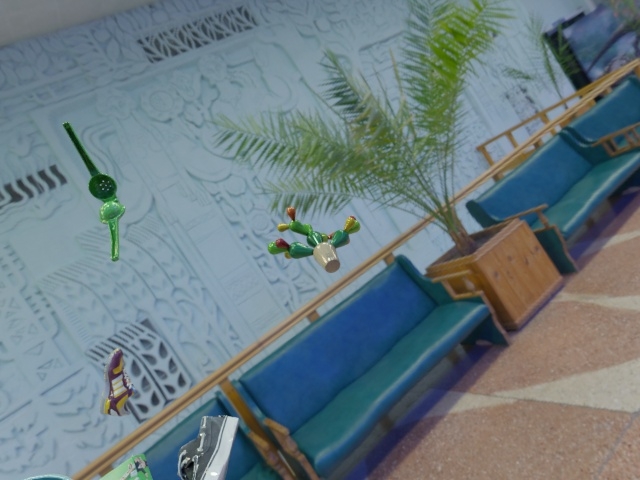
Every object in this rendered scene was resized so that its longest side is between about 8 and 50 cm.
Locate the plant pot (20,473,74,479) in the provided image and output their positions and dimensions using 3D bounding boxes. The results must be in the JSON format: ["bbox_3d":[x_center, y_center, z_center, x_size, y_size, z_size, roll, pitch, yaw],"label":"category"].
[{"bbox_3d":[-0.507,0.611,0.797,0.272,0.255,0.271,-11,22,4],"label":"plant pot"}]

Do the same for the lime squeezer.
[{"bbox_3d":[-0.443,-0.090,0.943,0.059,0.310,0.110,-20,-13,-20],"label":"lime squeezer"}]

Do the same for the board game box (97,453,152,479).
[{"bbox_3d":[-0.544,0.724,1.161,0.317,0.213,0.046,-36,-26,10],"label":"board game box"}]

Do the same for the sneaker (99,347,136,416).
[{"bbox_3d":[-0.547,0.390,1.264,0.084,0.185,0.069,9,4,-6],"label":"sneaker"}]

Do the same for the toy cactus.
[{"bbox_3d":[0.000,0.000,0.997,0.219,0.112,0.180,-7,31,-18],"label":"toy cactus"}]

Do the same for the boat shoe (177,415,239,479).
[{"bbox_3d":[-0.239,0.450,0.923,0.301,0.102,0.108,-91,14,-77],"label":"boat shoe"}]
